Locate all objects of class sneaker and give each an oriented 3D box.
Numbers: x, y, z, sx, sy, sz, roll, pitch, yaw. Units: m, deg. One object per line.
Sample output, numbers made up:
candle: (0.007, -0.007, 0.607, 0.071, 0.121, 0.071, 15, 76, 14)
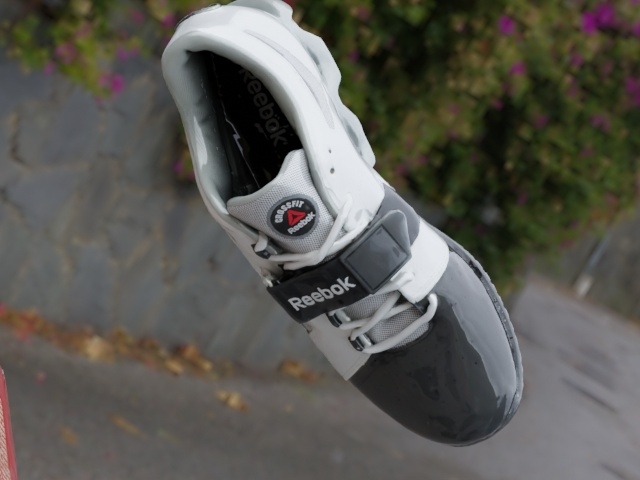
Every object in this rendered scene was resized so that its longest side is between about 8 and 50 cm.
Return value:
sneaker: (0.000, 0.000, 1.166, 0.330, 0.122, 0.146, 54, 19, 2)

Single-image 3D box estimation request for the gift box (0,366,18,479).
gift box: (-0.300, 0.144, 0.926, 0.255, 0.258, 0.276, 73, 3, -50)
